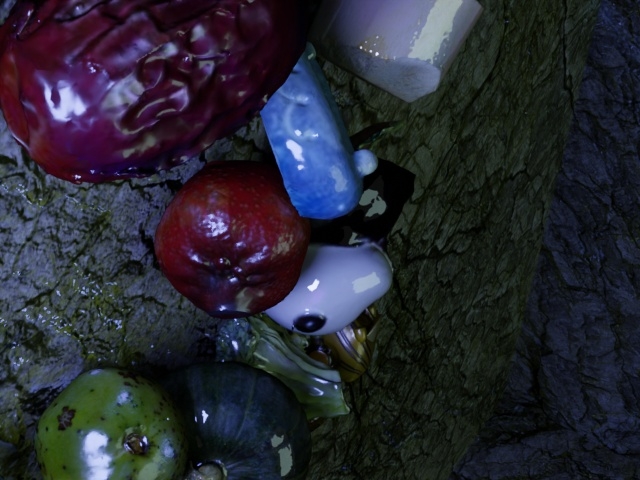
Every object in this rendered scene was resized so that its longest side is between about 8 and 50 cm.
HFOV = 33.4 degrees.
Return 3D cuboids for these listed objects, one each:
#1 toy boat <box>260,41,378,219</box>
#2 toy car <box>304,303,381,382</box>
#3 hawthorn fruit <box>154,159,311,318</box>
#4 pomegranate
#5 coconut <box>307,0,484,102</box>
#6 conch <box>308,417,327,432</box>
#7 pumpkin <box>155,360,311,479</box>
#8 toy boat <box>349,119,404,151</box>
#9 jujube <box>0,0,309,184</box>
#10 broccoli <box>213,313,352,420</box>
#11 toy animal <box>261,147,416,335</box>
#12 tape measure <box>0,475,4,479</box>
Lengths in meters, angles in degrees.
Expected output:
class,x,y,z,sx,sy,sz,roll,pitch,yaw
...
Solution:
class,x,y,z,sx,sy,sz,roll,pitch,yaw
toy boat,-0.010,-0.188,1.463,0.215,0.123,0.330,54,19,-65
toy car,0.043,0.148,2.002,0.200,0.142,0.248,-58,138,-67
hawthorn fruit,-0.107,-0.018,1.538,0.266,0.210,0.230,-57,155,-52
pomegranate,-0.295,0.290,1.473,0.214,0.214,0.248,-51,-173,-31
coconut,0.118,-0.355,1.638,0.244,0.239,0.239,-62,158,8
conch,-0.043,0.315,2.091,0.181,0.124,0.187,-60,-178,22
pumpkin,-0.159,0.327,1.631,0.207,0.300,0.300,-122,-128,-77
toy boat,0.045,-0.105,1.911,0.108,0.099,0.293,-12,131,-64
jujube,-0.175,-0.211,1.149,0.376,0.258,0.258,-33,143,-32
broccoli,-0.064,0.232,1.823,0.288,0.245,0.248,40,50,-78
toy animal,0.000,0.000,1.739,0.251,0.251,0.310,16,91,-67
tape measure,-0.480,0.297,1.181,0.164,0.084,0.330,-67,159,-1
